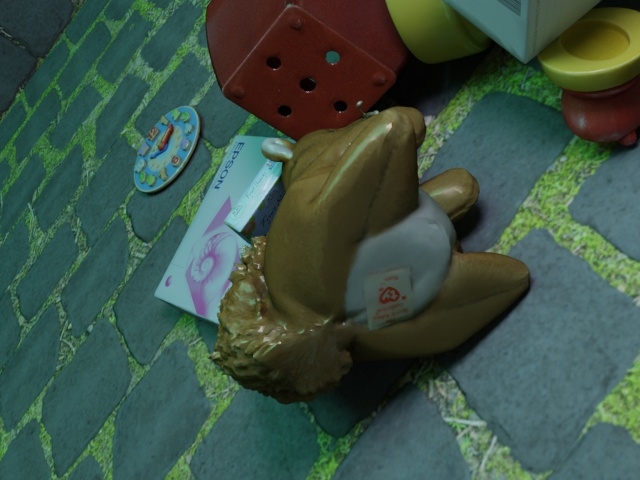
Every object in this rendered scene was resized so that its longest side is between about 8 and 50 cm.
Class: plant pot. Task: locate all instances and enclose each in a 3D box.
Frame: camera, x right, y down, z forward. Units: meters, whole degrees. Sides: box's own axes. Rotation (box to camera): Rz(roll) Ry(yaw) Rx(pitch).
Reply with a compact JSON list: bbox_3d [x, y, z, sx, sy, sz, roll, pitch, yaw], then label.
[{"bbox_3d":[-0.010,-0.290,1.234,0.267,0.267,0.236,-43,27,36],"label":"plant pot"},{"bbox_3d":[0.228,-0.380,1.122,0.239,0.254,0.254,-6,57,30],"label":"plant pot"}]

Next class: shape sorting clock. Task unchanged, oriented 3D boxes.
[{"bbox_3d":[-0.327,-0.194,1.800,0.206,0.040,0.206,-31,43,33],"label":"shape sorting clock"}]

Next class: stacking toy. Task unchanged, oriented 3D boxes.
[{"bbox_3d":[0.410,-0.153,0.872,0.279,0.130,0.309,-27,40,-4],"label":"stacking toy"}]

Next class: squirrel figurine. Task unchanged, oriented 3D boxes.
[{"bbox_3d":[0.000,0.000,1.068,0.397,0.281,0.370,-47,30,9],"label":"squirrel figurine"}]

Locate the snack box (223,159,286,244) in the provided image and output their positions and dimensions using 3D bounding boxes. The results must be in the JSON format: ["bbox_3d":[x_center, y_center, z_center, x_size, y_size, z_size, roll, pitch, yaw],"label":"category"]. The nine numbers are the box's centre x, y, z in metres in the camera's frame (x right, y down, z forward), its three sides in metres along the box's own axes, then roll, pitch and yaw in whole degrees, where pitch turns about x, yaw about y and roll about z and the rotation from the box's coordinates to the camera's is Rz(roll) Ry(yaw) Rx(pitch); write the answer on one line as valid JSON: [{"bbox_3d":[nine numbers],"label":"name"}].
[{"bbox_3d":[-0.071,-0.060,1.253,0.037,0.100,0.141,31,83,26],"label":"snack box"}]

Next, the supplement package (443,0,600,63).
[{"bbox_3d":[0.239,-0.370,0.877,0.262,0.199,0.198,-40,65,-8],"label":"supplement package"}]

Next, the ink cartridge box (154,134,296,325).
[{"bbox_3d":[-0.106,-0.014,1.372,0.330,0.071,0.324,11,72,54],"label":"ink cartridge box"}]
